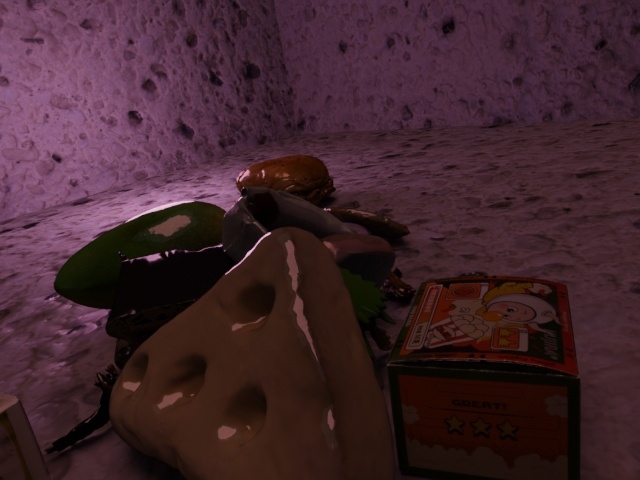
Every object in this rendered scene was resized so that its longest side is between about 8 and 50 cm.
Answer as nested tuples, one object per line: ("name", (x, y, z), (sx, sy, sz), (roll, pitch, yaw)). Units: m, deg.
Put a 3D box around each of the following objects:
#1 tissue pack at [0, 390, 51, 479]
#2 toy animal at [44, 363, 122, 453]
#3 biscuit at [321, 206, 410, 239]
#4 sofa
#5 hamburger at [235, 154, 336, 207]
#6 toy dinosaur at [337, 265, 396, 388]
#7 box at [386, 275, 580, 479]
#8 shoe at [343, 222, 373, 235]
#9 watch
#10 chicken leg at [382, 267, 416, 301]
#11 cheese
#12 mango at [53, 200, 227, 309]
("tissue pack", (-0.360, 0.244, 0.558), (0.106, 0.149, 0.099), (2, 21, 32))
("toy animal", (-0.280, 0.201, 0.729), (0.220, 0.062, 0.108), (-48, 5, -22))
("biscuit", (0.075, -0.047, 1.274), (0.289, 0.038, 0.141), (6, -16, 39))
("sofa", (-0.223, 0.118, 0.920), (0.258, 0.182, 0.200), (-12, 36, -6))
("hamburger", (-0.103, -0.182, 1.703), (0.318, 0.158, 0.319), (-7, 20, 3))
("toy dinosaur", (0.005, 0.143, 0.725), (0.194, 0.177, 0.152), (21, 23, 3))
("box", (0.184, 0.143, 0.588), (0.177, 0.148, 0.195), (0, 21, 22))
("shoe", (0.000, 0.000, 1.215), (0.244, 0.095, 0.137), (6, 20, 30))
("watch", (-0.034, 0.012, 0.892), (0.253, 0.162, 0.241), (3, 32, -50))
("chicken leg", (0.140, 0.078, 0.988), (0.062, 0.038, 0.145), (11, 16, -10))
("cheese", (-0.088, 0.195, 0.573), (0.351, 0.129, 0.328), (-40, 46, 15))
("mango", (-0.344, 0.038, 1.093), (0.381, 0.201, 0.225), (-19, 29, -17))
